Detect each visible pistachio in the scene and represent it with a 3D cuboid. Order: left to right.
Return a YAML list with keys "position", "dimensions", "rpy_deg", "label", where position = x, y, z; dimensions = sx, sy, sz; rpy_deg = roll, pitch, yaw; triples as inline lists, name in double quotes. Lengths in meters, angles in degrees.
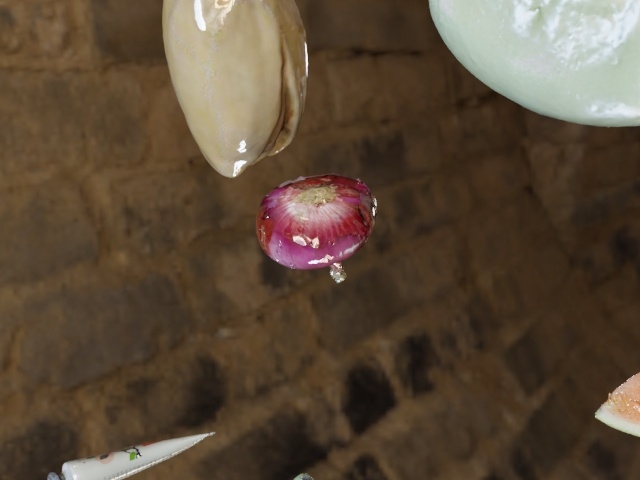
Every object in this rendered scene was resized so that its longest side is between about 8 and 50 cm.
- position: [-0.104, -0.223, 1.613]
  dimensions: [0.162, 0.181, 0.293]
  rpy_deg: [-35, -55, -35]
  label: "pistachio"

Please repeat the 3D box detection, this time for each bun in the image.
- position: [0.228, -0.234, 1.078]
  dimensions: [0.187, 0.293, 0.293]
  rpy_deg: [91, -168, -51]
  label: "bun"

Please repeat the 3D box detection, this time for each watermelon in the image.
- position: [0.459, 0.192, 1.759]
  dimensions: [0.119, 0.245, 0.063]
  rpy_deg: [32, -128, -11]
  label: "watermelon"

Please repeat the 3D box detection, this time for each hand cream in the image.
- position: [-0.259, 0.301, 1.890]
  dimensions: [0.234, 0.080, 0.050]
  rpy_deg: [-15, -94, -30]
  label: "hand cream"

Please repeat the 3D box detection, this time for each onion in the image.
- position: [0.000, 0.000, 1.618]
  dimensions: [0.150, 0.150, 0.140]
  rpy_deg: [-63, -29, -49]
  label: "onion"

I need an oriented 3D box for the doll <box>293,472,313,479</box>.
- position: [-0.043, 0.368, 1.737]
  dimensions: [0.115, 0.077, 0.150]
  rpy_deg: [40, -93, -24]
  label: "doll"
